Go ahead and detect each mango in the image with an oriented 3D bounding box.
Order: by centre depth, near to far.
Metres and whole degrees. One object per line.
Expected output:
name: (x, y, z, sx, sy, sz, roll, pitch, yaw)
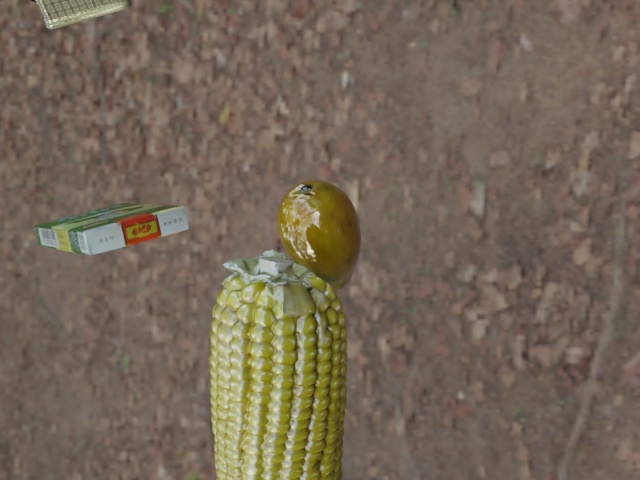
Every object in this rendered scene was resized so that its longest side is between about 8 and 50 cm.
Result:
mango: (-0.002, -0.005, 1.454, 0.163, 0.090, 0.111, 99, 149, -72)

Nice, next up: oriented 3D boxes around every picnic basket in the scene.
picnic basket: (-0.291, -0.340, 1.539, 0.079, 0.115, 0.164, 68, -170, -45)

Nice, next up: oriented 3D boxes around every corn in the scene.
corn: (-0.041, 0.200, 1.302, 0.144, 0.144, 0.387, 27, 124, 59)

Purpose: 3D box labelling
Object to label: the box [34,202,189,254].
box: (-0.268, -0.017, 1.613, 0.235, 0.132, 0.034, 7, 110, 64)
